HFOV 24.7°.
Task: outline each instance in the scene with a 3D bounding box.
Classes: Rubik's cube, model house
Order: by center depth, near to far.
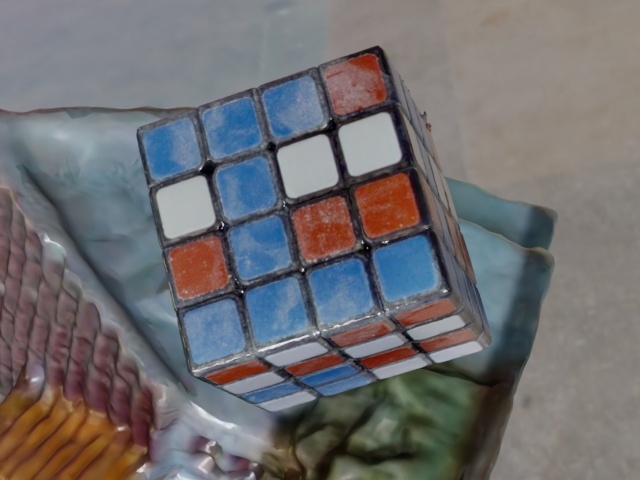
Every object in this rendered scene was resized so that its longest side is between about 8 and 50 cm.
[{"bbox_3d":[0.000,0.000,0.517,0.092,0.092,0.092,-17,72,10],"label":"Rubik's cube"},{"bbox_3d":[-0.092,0.085,0.817,0.339,0.360,0.297,26,57,2],"label":"model house"}]
